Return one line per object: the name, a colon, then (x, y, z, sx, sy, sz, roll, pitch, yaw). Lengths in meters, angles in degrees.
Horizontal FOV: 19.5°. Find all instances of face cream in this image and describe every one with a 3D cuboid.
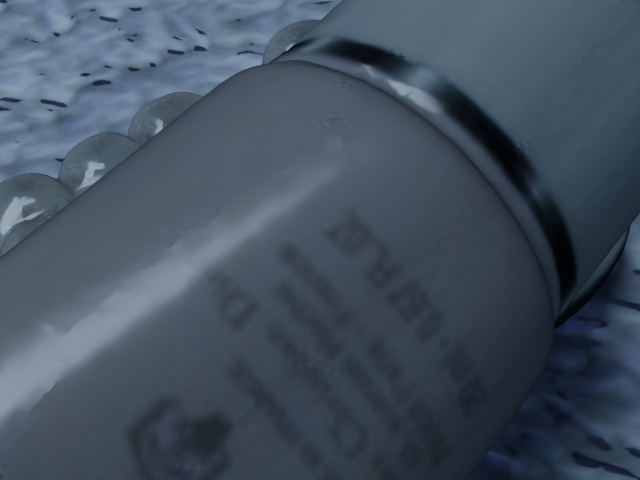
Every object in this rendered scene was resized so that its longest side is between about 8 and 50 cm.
face cream: (-0.039, 0.056, 0.355, 0.314, 0.143, 0.089, -48, 22, -28)

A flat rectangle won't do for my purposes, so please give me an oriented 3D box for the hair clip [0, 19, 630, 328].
hair clip: (0.000, 0.000, 0.494, 0.220, 0.054, 0.140, -32, 44, -28)
